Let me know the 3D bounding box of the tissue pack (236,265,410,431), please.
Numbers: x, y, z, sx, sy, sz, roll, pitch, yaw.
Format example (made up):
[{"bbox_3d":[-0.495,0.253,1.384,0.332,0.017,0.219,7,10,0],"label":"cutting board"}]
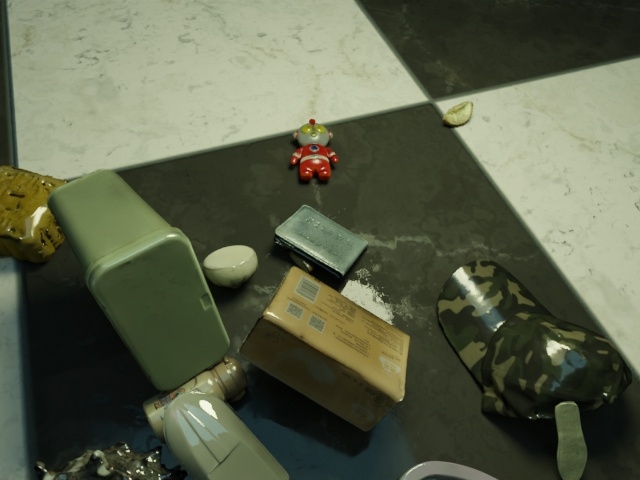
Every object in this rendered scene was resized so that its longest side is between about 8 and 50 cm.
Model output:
[{"bbox_3d":[-0.003,0.242,1.005,0.306,0.238,0.238,32,58,-2],"label":"tissue pack"}]

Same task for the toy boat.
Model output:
[{"bbox_3d":[-0.189,0.411,0.936,0.269,0.141,0.141,45,63,9],"label":"toy boat"}]

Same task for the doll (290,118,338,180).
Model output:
[{"bbox_3d":[-0.020,-0.284,1.474,0.142,0.076,0.245,1,60,-5],"label":"doll"}]

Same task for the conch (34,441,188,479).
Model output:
[{"bbox_3d":[-0.385,0.488,0.850,0.313,0.186,0.240,-21,59,-13],"label":"conch"}]

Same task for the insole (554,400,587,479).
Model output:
[{"bbox_3d":[0.515,0.417,0.998,0.063,0.191,0.010,-10,14,6],"label":"insole"}]

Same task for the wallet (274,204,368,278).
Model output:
[{"bbox_3d":[0.001,-0.002,1.280,0.222,0.036,0.167,30,43,14],"label":"wallet"}]

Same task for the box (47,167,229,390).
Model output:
[{"bbox_3d":[-0.377,0.071,0.994,0.177,0.351,0.344,-33,47,-24],"label":"box"}]

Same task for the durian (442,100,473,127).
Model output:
[{"bbox_3d":[0.460,-0.415,1.607,0.130,0.066,0.052,-30,63,-12],"label":"durian"}]

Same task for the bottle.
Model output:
[{"bbox_3d":[-0.253,0.334,1.021,0.209,0.110,0.097,-27,21,-19],"label":"bottle"}]

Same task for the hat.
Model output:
[{"bbox_3d":[0.479,0.200,1.119,0.366,0.257,0.381,-26,81,-23],"label":"hat"}]

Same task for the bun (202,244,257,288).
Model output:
[{"bbox_3d":[-0.219,0.076,1.204,0.138,0.094,0.138,-10,22,4],"label":"bun"}]

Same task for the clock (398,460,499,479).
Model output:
[{"bbox_3d":[0.246,0.589,0.888,0.339,0.102,0.338,2,57,-4],"label":"clock"}]

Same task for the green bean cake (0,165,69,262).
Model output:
[{"bbox_3d":[-0.759,-0.069,1.231,0.230,0.131,0.224,13,57,5],"label":"green bean cake"}]

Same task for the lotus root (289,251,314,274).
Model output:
[{"bbox_3d":[-0.045,0.051,1.266,0.030,0.037,0.083,-35,65,-29],"label":"lotus root"}]
